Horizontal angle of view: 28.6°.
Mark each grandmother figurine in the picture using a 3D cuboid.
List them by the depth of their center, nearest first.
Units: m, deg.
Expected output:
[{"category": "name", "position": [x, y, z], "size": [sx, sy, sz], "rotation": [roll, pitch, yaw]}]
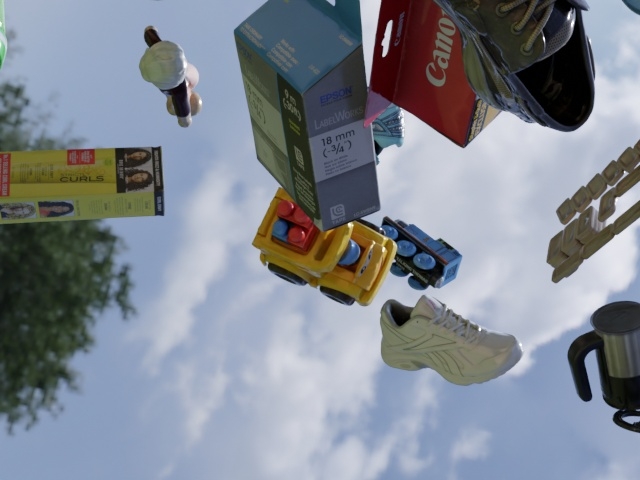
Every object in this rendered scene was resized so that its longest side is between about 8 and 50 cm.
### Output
[{"category": "grandmother figurine", "position": [-0.291, -0.325, 2.441], "size": [0.104, 0.207, 0.342], "rotation": [-33, -178, -3]}]

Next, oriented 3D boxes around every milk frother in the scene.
[{"category": "milk frother", "position": [0.429, 0.180, 1.732], "size": [0.143, 0.129, 0.134], "rotation": [26, -41, 53]}]

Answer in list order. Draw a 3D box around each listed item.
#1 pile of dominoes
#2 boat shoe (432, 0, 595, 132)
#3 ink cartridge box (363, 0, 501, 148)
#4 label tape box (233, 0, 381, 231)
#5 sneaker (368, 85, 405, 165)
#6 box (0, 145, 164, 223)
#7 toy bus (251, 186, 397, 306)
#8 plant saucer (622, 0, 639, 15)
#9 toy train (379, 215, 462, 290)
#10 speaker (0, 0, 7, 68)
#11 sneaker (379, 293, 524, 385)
[{"category": "pile of dominoes", "position": [0.409, -0.049, 1.708], "size": [0.251, 0.040, 0.196], "rotation": [-44, -165, 37]}, {"category": "boat shoe", "position": [0.185, -0.224, 1.145], "size": [0.132, 0.355, 0.130], "rotation": [-48, -126, -4]}, {"category": "ink cartridge box", "position": [0.194, -0.282, 1.591], "size": [0.272, 0.130, 0.309], "rotation": [-44, 157, -29]}, {"category": "label tape box", "position": [-0.025, -0.217, 1.745], "size": [0.240, 0.106, 0.333], "rotation": [48, -26, 50]}, {"category": "sneaker", "position": [0.041, -0.173, 2.127], "size": [0.283, 0.110, 0.122], "rotation": [-21, -97, 57]}, {"category": "box", "position": [-0.323, -0.074, 1.654], "size": [0.058, 0.232, 0.087], "rotation": [97, -11, -52]}, {"category": "toy bus", "position": [0.000, 0.000, 2.079], "size": [0.149, 0.220, 0.211], "rotation": [-64, 166, -9]}, {"category": "plant saucer", "position": [0.485, -0.386, 1.855], "size": [0.021, 0.119, 0.119], "rotation": [171, -65, -76]}, {"category": "toy train", "position": [0.177, 0.023, 2.387], "size": [0.184, 0.105, 0.080], "rotation": [38, -45, 29]}, {"category": "speaker", "position": [-0.554, -0.387, 1.957], "size": [0.131, 0.131, 0.296], "rotation": [-48, -138, 44]}, {"category": "sneaker", "position": [0.174, 0.133, 1.776], "size": [0.232, 0.115, 0.090], "rotation": [4, -146, 34]}]
